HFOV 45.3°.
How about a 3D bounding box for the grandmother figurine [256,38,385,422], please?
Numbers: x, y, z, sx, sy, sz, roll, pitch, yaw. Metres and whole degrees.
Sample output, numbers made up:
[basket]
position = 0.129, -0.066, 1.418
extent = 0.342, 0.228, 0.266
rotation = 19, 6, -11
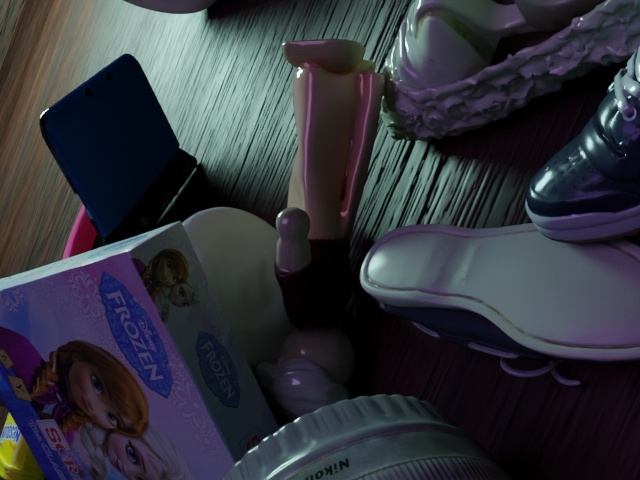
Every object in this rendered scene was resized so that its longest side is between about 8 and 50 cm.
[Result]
[grandmother figurine]
position = 0.000, 0.000, 0.695
extent = 0.104, 0.208, 0.342
rotation = 3, 92, 21

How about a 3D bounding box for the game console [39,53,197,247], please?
[game console]
position = -0.290, -0.068, 1.012
extent = 0.250, 0.173, 0.293
rotation = -48, 12, 27

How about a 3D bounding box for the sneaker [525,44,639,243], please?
[sneaker]
position = 0.210, -0.114, 0.421
extent = 0.282, 0.153, 0.099
rotation = -31, 29, 31

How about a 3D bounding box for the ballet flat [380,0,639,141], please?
[ballet flat]
position = 0.157, -0.186, 0.587
extent = 0.409, 0.147, 0.147
rotation = -14, 63, 51

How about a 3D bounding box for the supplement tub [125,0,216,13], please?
[supplement tub]
position = -0.237, -0.558, 1.209
extent = 0.241, 0.241, 0.331
rotation = -1, 74, 54

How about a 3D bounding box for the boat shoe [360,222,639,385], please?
[boat shoe]
position = 0.139, 0.045, 0.543
extent = 0.254, 0.079, 0.095
rotation = 2, 60, 46

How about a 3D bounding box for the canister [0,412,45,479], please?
[canister]
position = -0.479, 0.302, 1.279
extent = 0.126, 0.073, 0.170
rotation = 9, 81, 55

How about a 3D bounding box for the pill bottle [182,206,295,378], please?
[pill bottle]
position = -0.169, 0.104, 0.856
extent = 0.318, 0.176, 0.176
rotation = -32, 50, 42

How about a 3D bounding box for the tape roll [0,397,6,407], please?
[tape roll]
position = -0.357, 0.185, 1.066
extent = 0.189, 0.189, 0.080
rotation = -27, 54, 45

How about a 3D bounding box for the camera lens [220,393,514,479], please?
[camera lens]
position = 0.060, 0.253, 0.432
extent = 0.219, 0.219, 0.274
rotation = -57, 37, 19

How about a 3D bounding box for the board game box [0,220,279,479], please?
[board game box]
position = -0.184, 0.165, 0.735
extent = 0.318, 0.066, 0.319
rotation = -15, 105, 40

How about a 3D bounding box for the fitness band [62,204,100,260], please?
[fitness band]
position = -0.362, -0.023, 1.291
extent = 0.291, 0.054, 0.209
rotation = -59, 36, 14
